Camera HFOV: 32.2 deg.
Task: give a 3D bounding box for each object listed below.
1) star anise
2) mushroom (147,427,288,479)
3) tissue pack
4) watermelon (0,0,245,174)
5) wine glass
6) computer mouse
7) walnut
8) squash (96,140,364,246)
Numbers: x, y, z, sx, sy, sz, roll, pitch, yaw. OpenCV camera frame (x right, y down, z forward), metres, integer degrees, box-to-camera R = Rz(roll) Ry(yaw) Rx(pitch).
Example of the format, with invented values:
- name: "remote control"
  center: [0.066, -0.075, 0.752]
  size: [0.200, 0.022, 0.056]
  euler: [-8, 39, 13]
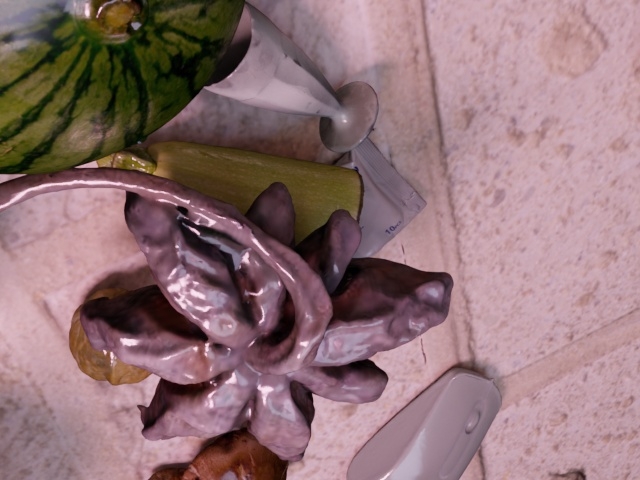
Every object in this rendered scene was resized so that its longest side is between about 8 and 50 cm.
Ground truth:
- name: "star anise"
  center: [-0.070, 0.071, 0.851]
  size: [0.359, 0.139, 0.316]
  euler: [-10, 120, 0]
- name: "mushroom"
  center: [-0.104, 0.259, 1.146]
  size: [0.170, 0.080, 0.135]
  euler: [-6, 119, -32]
- name: "tissue pack"
  center: [0.000, 0.000, 1.023]
  size: [0.193, 0.026, 0.122]
  euler: [-43, 135, 5]
- name: "watermelon"
  center: [-0.179, -0.154, 0.677]
  size: [0.330, 0.189, 0.331]
  euler: [-12, 128, -16]
- name: "wine glass"
  center: [-0.026, -0.126, 0.873]
  size: [0.155, 0.073, 0.073]
  euler: [23, 113, -46]
- name: "computer mouse"
  center: [0.125, 0.248, 1.283]
  size: [0.231, 0.079, 0.128]
  euler: [-47, 138, 8]
- name: "walnut"
  center: [-0.173, 0.083, 0.951]
  size: [0.092, 0.092, 0.092]
  euler: [-17, 134, -19]
- name: "squash"
  center: [-0.076, -0.040, 0.894]
  size: [0.224, 0.094, 0.094]
  euler: [15, 119, -23]
